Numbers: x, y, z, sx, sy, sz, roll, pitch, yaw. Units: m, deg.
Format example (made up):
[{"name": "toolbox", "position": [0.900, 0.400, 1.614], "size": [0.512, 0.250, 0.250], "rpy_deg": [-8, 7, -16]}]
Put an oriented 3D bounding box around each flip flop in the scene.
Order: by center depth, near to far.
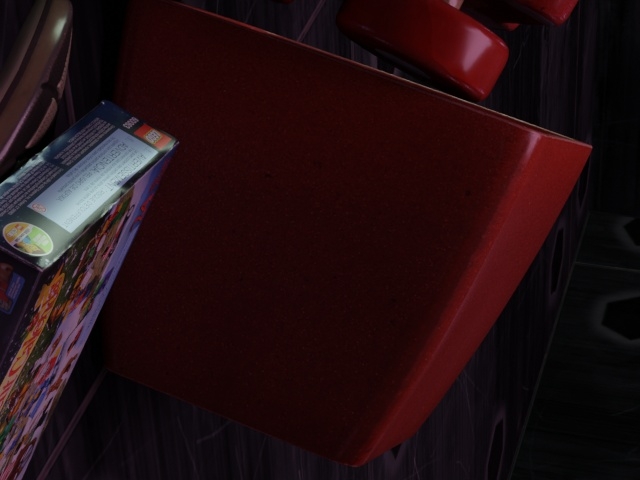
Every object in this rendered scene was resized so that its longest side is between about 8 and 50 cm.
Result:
[{"name": "flip flop", "position": [-0.190, -0.010, 0.817], "size": [0.277, 0.080, 0.112], "rpy_deg": [-57, 176, -26]}]

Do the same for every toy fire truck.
[{"name": "toy fire truck", "position": [0.016, -0.210, 1.139], "size": [0.169, 0.302, 0.254], "rpy_deg": [-63, -169, 0]}]

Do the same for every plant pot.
[{"name": "plant pot", "position": [0.000, 0.000, 1.226], "size": [0.267, 0.267, 0.235], "rpy_deg": [-2, 112, -75]}]

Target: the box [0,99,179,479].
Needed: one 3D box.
[{"name": "box", "position": [-0.153, 0.063, 0.870], "size": [0.233, 0.044, 0.159], "rpy_deg": [-62, 176, 28]}]
